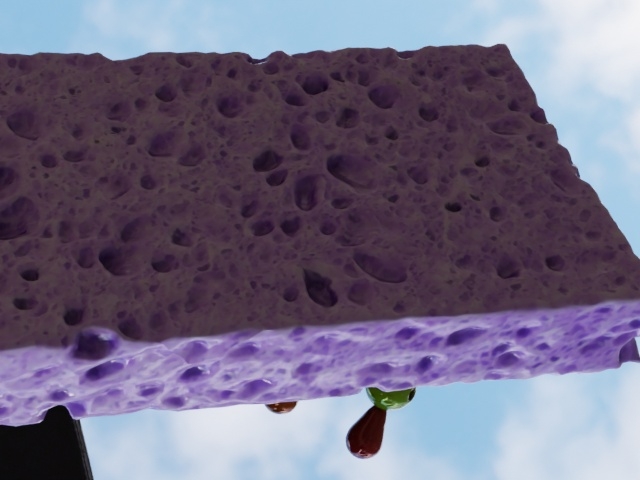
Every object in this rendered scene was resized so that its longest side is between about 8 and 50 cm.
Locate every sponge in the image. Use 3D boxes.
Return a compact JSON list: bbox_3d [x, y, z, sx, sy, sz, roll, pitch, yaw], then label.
[{"bbox_3d":[-0.025,-0.007,0.458,0.210,0.031,0.117,-4,-137,-17],"label":"sponge"}]

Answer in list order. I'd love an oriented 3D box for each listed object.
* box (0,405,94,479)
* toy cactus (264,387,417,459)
[{"bbox_3d":[-0.225,0.083,0.887,0.179,0.312,0.343,-12,-115,-11],"label":"box"},{"bbox_3d":[0.000,0.000,0.970,0.112,0.180,0.219,9,-148,-45],"label":"toy cactus"}]
